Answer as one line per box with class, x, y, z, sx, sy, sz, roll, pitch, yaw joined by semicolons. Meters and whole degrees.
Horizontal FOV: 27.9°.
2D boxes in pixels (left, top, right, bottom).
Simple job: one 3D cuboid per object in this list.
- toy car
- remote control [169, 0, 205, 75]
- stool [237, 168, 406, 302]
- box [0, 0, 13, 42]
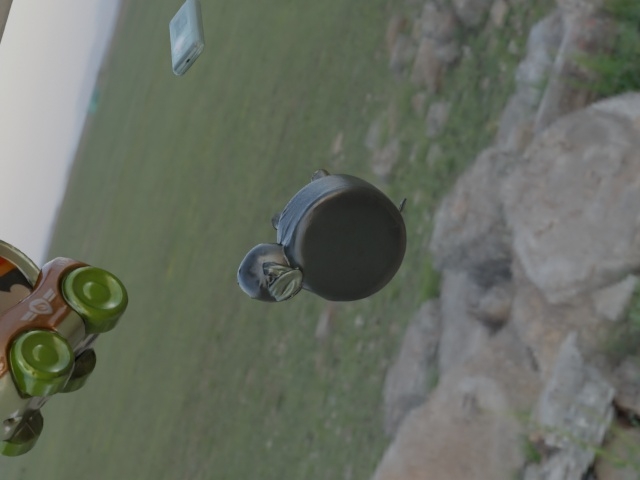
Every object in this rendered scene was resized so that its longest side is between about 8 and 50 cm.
toy car;-0.345;0.088;1.363;0.235;0.235;0.145;-87;23;-47
remote control;-0.157;-0.240;1.505;0.053;0.018;0.124;-46;30;23
stool;-0.002;-0.008;1.665;0.139;0.228;0.153;-137;44;-64
box;-0.318;-0.155;0.798;0.274;0.091;0.221;-2;-66;-57
